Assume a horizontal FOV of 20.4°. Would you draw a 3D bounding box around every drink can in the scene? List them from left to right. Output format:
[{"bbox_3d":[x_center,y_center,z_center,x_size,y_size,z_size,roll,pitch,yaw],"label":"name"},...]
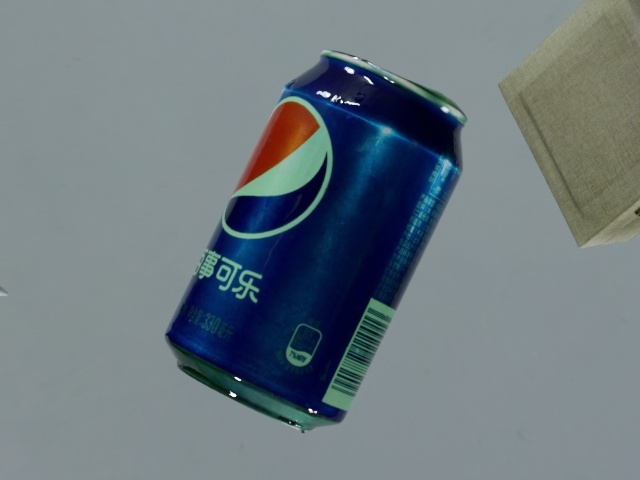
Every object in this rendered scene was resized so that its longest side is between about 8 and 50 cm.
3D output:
[{"bbox_3d":[0.000,0.000,1.018,0.118,0.118,0.205,26,87,0],"label":"drink can"}]

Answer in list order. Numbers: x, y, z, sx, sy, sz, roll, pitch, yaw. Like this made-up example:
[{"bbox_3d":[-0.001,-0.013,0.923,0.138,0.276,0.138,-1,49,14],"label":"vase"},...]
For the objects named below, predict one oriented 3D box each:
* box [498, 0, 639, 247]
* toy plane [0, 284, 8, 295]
[{"bbox_3d":[0.118,-0.049,0.687,0.035,0.079,0.083,-9,67,-39],"label":"box"},{"bbox_3d":[-0.339,0.000,1.311,0.234,0.082,0.160,25,97,-12],"label":"toy plane"}]
